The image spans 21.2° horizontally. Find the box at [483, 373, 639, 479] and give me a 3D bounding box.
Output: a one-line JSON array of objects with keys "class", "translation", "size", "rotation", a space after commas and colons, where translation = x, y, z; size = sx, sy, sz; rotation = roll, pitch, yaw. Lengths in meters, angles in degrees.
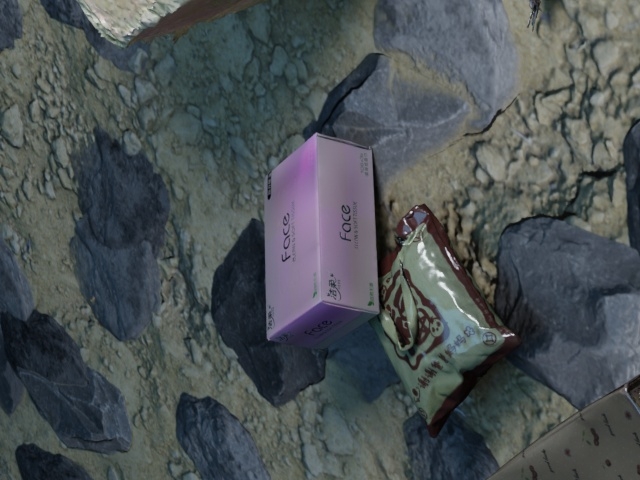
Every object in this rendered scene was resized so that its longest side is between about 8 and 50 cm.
[{"class": "box", "translation": [0.368, 0.286, 1.954], "size": [0.225, 0.190, 0.297], "rotation": [58, 139, 12]}]

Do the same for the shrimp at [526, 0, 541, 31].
[{"class": "shrimp", "translation": [0.250, -0.313, 1.911], "size": [0.065, 0.056, 0.165], "rotation": [16, 122, 37]}]

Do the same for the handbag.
[{"class": "handbag", "translation": [0.145, 0.098, 2.174], "size": [0.235, 0.127, 0.213], "rotation": [62, 141, 26]}]

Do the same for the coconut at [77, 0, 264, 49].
[{"class": "coconut", "translation": [-0.155, -0.460, 2.053], "size": [0.404, 0.404, 0.405], "rotation": [24, 124, 41]}]

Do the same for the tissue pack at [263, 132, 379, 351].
[{"class": "tissue pack", "translation": [0.000, 0.000, 2.231], "size": [0.148, 0.092, 0.246], "rotation": [-38, 46, 49]}]
